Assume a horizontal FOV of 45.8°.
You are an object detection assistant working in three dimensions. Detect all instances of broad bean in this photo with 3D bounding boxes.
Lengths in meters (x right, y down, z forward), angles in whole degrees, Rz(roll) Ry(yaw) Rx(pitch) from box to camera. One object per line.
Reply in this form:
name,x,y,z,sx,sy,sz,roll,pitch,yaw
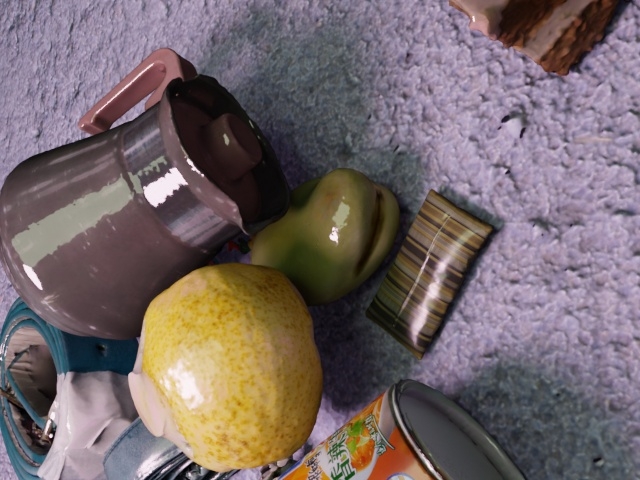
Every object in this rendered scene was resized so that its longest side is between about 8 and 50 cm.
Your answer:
broad bean,0.000,0.000,1.079,0.263,0.121,0.189,-25,61,48

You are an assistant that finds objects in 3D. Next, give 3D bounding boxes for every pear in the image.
pear,-0.106,0.162,0.980,0.271,0.271,0.271,-5,82,39

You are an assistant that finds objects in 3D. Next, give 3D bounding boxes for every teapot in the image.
teapot,-0.250,-0.079,1.089,0.361,0.305,0.376,-31,59,20

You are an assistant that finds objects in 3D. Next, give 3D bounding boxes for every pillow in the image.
pillow,0.137,0.044,1.001,0.113,0.038,0.203,37,109,37

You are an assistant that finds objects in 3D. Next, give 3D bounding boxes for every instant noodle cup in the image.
instant noodle cup,0.102,0.315,0.865,0.214,0.296,0.296,-48,58,14

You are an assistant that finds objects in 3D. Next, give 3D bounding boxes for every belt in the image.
belt,-0.202,0.307,1.145,0.267,0.206,0.116,-45,59,17
belt,-0.448,0.259,1.337,0.436,0.173,0.300,32,109,46

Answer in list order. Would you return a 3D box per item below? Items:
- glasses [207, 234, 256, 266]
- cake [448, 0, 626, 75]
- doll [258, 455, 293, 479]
glasses,-0.183,-0.033,1.262,0.255,0.095,0.162,-24,98,34
cake,0.221,-0.375,0.821,0.282,0.290,0.256,-49,59,21
doll,-0.036,0.392,1.072,0.192,0.095,0.149,30,107,35
